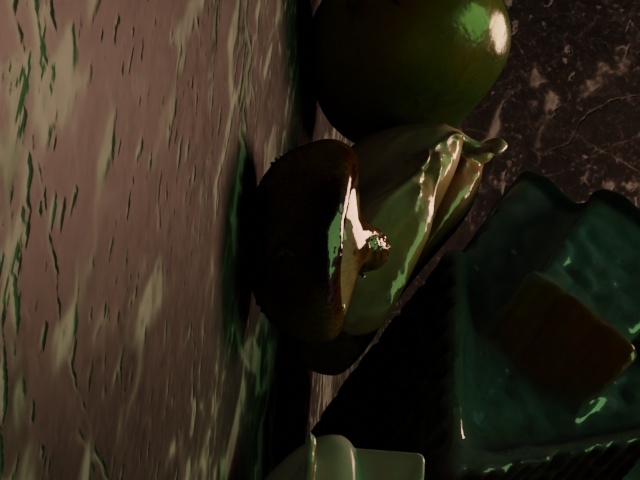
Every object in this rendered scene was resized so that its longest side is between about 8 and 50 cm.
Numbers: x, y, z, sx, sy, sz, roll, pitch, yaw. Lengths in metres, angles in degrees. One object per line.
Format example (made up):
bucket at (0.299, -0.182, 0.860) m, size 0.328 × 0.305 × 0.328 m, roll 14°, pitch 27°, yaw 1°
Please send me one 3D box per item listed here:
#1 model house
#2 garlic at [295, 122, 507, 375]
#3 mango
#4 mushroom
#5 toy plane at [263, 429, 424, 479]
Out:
model house at (0.136, 0.182, 1.151) m, size 0.339 × 0.297 × 0.360 m, roll -39°, pitch 169°, yaw -42°
garlic at (0.042, -0.006, 1.164) m, size 0.228 × 0.110 × 0.217 m, roll -51°, pitch 172°, yaw -24°
mango at (0.066, -0.144, 1.177) m, size 0.251 × 0.156 × 0.114 m, roll 103°, pitch -28°, yaw -75°
mushroom at (0.000, 0.000, 0.895) m, size 0.127 × 0.087 × 0.127 m, roll 2°, pitch 90°, yaw -89°
toy plane at (-0.003, 0.233, 0.878) m, size 0.245 × 0.117 × 0.244 m, roll 4°, pitch 90°, yaw -86°
